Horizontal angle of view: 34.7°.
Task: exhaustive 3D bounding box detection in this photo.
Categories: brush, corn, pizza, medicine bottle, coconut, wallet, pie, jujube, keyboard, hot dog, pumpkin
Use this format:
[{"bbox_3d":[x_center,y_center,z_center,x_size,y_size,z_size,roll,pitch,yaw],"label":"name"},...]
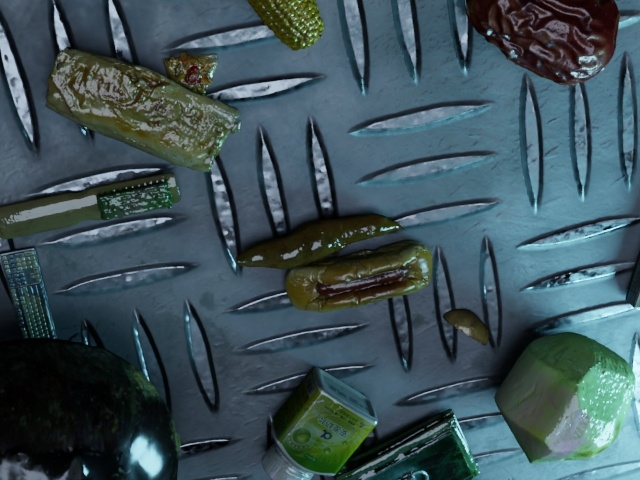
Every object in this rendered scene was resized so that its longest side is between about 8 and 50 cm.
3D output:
[{"bbox_3d":[-0.355,-0.049,1.554,0.282,0.048,0.054,-11,113,-2],"label":"brush"},{"bbox_3d":[-0.083,-0.385,1.435,0.091,0.091,0.260,-33,114,8],"label":"corn"},{"bbox_3d":[-0.185,-0.250,1.507,0.078,0.025,0.083,-39,111,10],"label":"pizza"},{"bbox_3d":[-0.011,0.327,1.729,0.132,0.088,0.188,33,103,-19],"label":"medicine bottle"},{"bbox_3d":[0.403,0.273,1.709,0.204,0.236,0.236,29,108,18],"label":"coconut"},{"bbox_3d":[0.156,0.411,1.809,0.236,0.055,0.160,-26,120,2],"label":"wallet"},{"bbox_3d":[-0.258,-0.191,1.496,0.282,0.068,0.128,21,113,-15],"label":"pie"},{"bbox_3d":[0.323,-0.325,1.491,0.230,0.155,0.155,25,106,-8],"label":"jujube"},{"bbox_3d":[-0.458,0.095,1.612,0.055,0.014,0.176,-10,113,-8],"label":"keyboard"},{"bbox_3d":[0.065,0.062,1.644,0.242,0.073,0.084,-11,108,-4],"label":"hot dog"},{"bbox_3d":[-0.432,0.345,1.537,0.454,0.344,0.454,-5,131,-6],"label":"pumpkin"}]

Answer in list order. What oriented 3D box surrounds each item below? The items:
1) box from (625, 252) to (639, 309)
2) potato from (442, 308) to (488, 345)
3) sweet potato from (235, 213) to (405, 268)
[{"bbox_3d":[0.642,-0.028,1.704,0.180,0.047,0.325,8,110,-11],"label":"box"},{"bbox_3d":[0.256,0.143,1.723,0.093,0.037,0.036,30,100,-17],"label":"potato"},{"bbox_3d":[0.000,0.000,1.616,0.274,0.067,0.067,-14,113,-5],"label":"sweet potato"}]
